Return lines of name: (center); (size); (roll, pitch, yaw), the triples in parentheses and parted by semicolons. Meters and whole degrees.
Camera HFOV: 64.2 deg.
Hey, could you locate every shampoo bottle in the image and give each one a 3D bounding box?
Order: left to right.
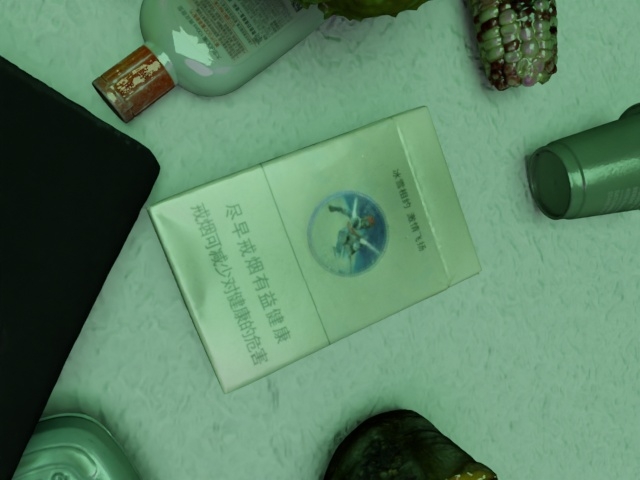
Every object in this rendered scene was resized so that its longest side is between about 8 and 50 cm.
shampoo bottle: (-0.092, -0.183, 0.437); (0.221, 0.051, 0.108); (-42, 105, -11)

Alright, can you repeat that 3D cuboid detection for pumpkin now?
pumpkin: (0.131, 0.267, 0.466); (0.280, 0.139, 0.190); (12, 88, -18)

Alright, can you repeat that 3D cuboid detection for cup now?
cup: (0.298, -0.071, 0.526); (0.141, 0.120, 0.120); (-17, 95, -4)

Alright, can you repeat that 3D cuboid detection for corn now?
corn: (0.183, -0.290, 0.501); (0.092, 0.092, 0.281); (-13, 99, -15)

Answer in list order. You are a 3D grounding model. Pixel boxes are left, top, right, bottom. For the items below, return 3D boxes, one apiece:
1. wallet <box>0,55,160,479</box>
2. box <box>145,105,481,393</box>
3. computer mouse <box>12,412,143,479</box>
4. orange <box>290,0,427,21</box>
wallet: (-0.276, 0.065, 0.314); (0.228, 0.062, 0.407); (31, 67, -32)
box: (0.000, 0.000, 0.455); (0.256, 0.069, 0.164); (-23, 98, -16)
computer mouse: (-0.185, 0.282, 0.396); (0.159, 0.097, 0.289); (-26, 83, -12)
orange: (0.033, -0.308, 0.314); (0.300, 0.223, 0.301); (-47, 122, -8)
